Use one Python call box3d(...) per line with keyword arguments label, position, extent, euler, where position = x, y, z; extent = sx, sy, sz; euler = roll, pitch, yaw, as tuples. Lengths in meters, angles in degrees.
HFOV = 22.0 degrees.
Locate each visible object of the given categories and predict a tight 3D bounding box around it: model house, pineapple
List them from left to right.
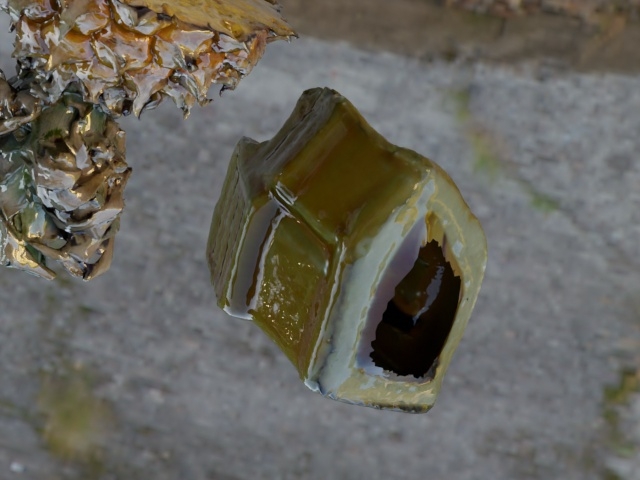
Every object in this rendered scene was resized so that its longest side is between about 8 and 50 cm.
box3d(label="pineapple", position=(-0.189, -0.098, 1.253), extent=(0.262, 0.272, 0.262), euler=(25, -160, -10))
box3d(label="model house", position=(0.007, -0.009, 1.361), extent=(0.173, 0.268, 0.239), euler=(-10, -140, -41))
